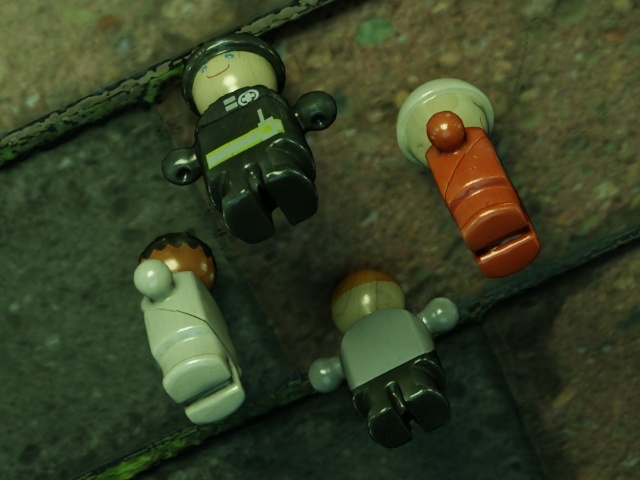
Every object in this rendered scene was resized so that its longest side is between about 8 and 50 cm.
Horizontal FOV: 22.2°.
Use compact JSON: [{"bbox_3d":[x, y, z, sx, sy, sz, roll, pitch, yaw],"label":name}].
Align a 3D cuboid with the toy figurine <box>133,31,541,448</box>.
[{"bbox_3d":[0.000,0.000,0.945,0.213,0.148,0.210,7,126,-21],"label":"toy figurine"}]
